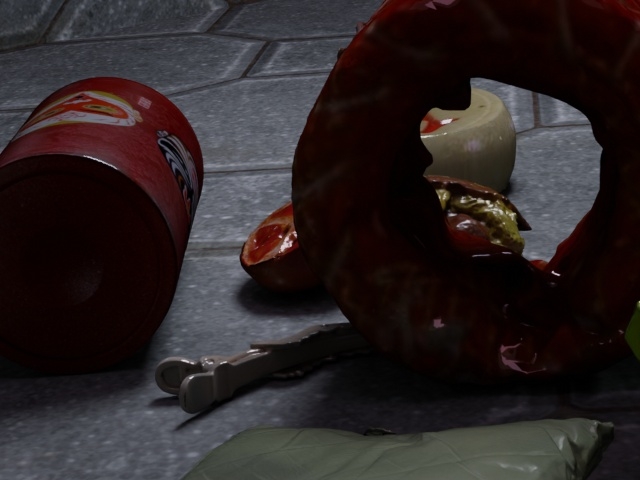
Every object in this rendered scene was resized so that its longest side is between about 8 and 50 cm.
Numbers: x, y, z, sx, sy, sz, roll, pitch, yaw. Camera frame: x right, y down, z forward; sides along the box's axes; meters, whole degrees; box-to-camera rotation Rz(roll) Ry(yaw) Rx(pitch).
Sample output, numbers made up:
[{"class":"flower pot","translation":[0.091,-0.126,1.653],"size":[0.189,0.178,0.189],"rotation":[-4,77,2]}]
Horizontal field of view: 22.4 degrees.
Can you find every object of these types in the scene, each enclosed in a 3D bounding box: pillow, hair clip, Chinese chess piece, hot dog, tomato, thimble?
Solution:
[{"class":"pillow","translation":[0.020,0.179,1.013],"size":[0.280,0.076,0.274],"rotation":[-4,13,24]},{"class":"hair clip","translation":[-0.035,0.097,1.362],"size":[0.226,0.034,0.072],"rotation":[-15,19,-32]},{"class":"Chinese chess piece","translation":[0.102,-0.103,1.867],"size":[0.249,0.103,0.250],"rotation":[-6,19,2]},{"class":"hot dog","translation":[0.121,-0.018,1.576],"size":[0.146,0.103,0.213],"rotation":[-9,16,-9]},{"class":"tomato","translation":[0.000,0.000,1.579],"size":[0.155,0.069,0.155],"rotation":[-32,19,12]},{"class":"thimble","translation":[0.150,-0.066,1.326],"size":[0.350,0.350,0.230],"rotation":[-2,17,9]}]

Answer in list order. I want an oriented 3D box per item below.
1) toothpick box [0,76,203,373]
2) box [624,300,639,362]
[{"class":"toothpick box","translation":[-0.221,-0.026,1.535],"size":[0.204,0.204,0.333],"rotation":[-5,16,2]},{"class":"box","translation":[0.395,0.088,1.096],"size":[0.335,0.047,0.187],"rotation":[-11,51,-19]}]
